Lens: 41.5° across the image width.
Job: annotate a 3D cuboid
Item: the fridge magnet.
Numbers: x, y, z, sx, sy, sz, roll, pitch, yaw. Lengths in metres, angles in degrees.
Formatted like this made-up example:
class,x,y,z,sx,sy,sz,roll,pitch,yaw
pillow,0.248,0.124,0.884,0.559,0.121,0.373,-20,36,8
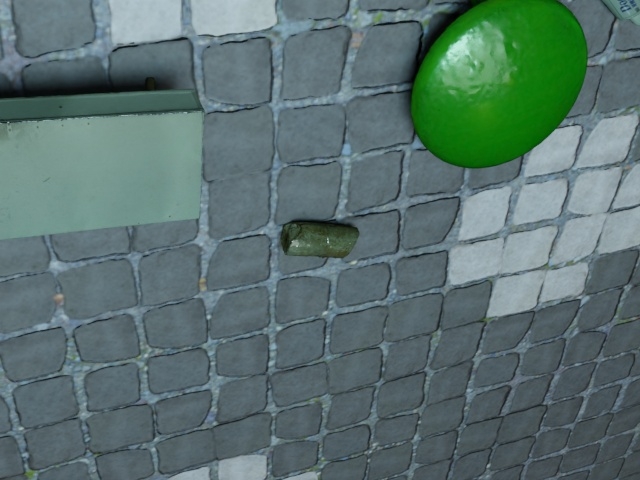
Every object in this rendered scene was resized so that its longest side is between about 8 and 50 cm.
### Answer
class,x,y,z,sx,sy,sz,roll,pitch,yaw
fridge magnet,0.192,-0.171,0.917,0.208,0.088,0.208,-13,131,-16

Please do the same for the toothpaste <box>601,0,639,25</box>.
class,x,y,z,sx,sy,sz,roll,pitch,yaw
toothpaste,0.295,-0.300,0.896,0.064,0.041,0.218,-40,130,18

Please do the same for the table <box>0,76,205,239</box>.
class,x,y,z,sx,sy,sz,roll,pitch,yaw
table,-0.237,-0.086,0.768,0.240,0.111,0.121,-7,130,-21

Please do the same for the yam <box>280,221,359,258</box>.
class,x,y,z,sx,sy,sz,roll,pitch,yaw
yam,0.000,0.000,1.002,0.094,0.043,0.043,6,124,-28
